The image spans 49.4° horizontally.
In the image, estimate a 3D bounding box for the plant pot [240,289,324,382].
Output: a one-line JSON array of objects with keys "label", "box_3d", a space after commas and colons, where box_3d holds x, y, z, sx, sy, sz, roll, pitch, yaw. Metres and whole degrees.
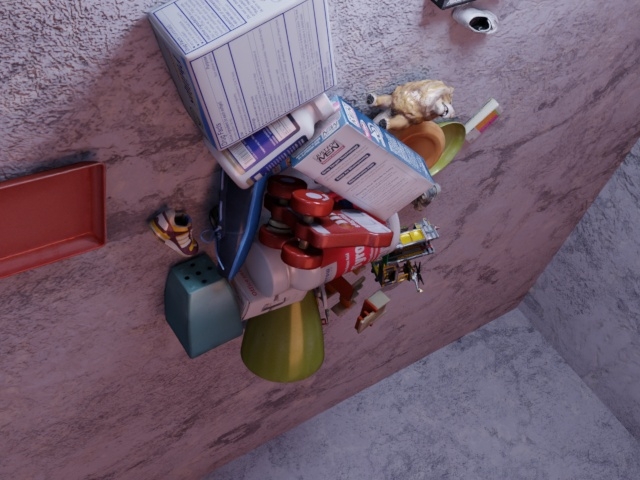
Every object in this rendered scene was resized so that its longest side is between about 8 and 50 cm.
[{"label": "plant pot", "box_3d": [-0.112, 0.246, 2.193, 0.275, 0.275, 0.293, -20, 132, -31]}]

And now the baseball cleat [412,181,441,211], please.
[{"label": "baseball cleat", "box_3d": [0.342, -0.162, 2.264, 0.109, 0.072, 0.206, -41, 170, -7]}]

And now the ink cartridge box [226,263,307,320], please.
[{"label": "ink cartridge box", "box_3d": [-0.163, 0.119, 1.996, 0.218, 0.158, 0.092, -15, 146, -37]}]

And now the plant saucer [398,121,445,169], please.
[{"label": "plant saucer", "box_3d": [0.268, -0.254, 1.996, 0.200, 0.037, 0.200, -11, 135, -11]}]

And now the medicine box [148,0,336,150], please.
[{"label": "medicine box", "box_3d": [-0.132, -0.355, 1.308, 0.289, 0.149, 0.263, -31, 152, -11]}]

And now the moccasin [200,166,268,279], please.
[{"label": "moccasin", "box_3d": [-0.214, -0.061, 1.708, 0.137, 0.117, 0.342, -61, 170, -59]}]

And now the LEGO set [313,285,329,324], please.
[{"label": "LEGO set", "box_3d": [-0.017, 0.174, 2.238, 0.060, 0.182, 0.244, -12, 143, -5]}]

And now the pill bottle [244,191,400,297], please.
[{"label": "pill bottle", "box_3d": [0.000, 0.000, 1.931, 0.408, 0.229, 0.229, -24, 150, -25]}]

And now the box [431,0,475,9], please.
[{"label": "box", "box_3d": [0.383, -0.651, 1.563, 0.270, 0.060, 0.216, -24, 149, -26]}]

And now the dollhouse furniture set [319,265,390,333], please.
[{"label": "dollhouse furniture set", "box_3d": [0.087, 0.163, 2.257, 0.135, 0.259, 0.262, -33, 153, -30]}]

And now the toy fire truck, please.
[{"label": "toy fire truck", "box_3d": [0.002, -0.051, 1.707, 0.254, 0.302, 0.169, -1, 112, -31]}]

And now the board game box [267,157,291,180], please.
[{"label": "board game box", "box_3d": [-0.070, -0.247, 1.670, 0.211, 0.039, 0.160, -35, 153, -6]}]

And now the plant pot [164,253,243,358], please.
[{"label": "plant pot", "box_3d": [-0.322, 0.162, 1.885, 0.166, 0.165, 0.234, -24, 142, -25]}]

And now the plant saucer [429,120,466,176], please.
[{"label": "plant saucer", "box_3d": [0.335, -0.275, 2.115, 0.241, 0.037, 0.241, -29, 152, -17]}]

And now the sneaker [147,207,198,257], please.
[{"label": "sneaker", "box_3d": [-0.331, -0.019, 1.680, 0.084, 0.069, 0.185, -36, 154, 8]}]

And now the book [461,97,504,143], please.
[{"label": "book", "box_3d": [0.504, -0.370, 2.177, 0.144, 0.035, 0.096, -45, 155, 14]}]

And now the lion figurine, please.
[{"label": "lion figurine", "box_3d": [0.165, -0.278, 1.835, 0.240, 0.142, 0.392, -15, 160, -50]}]

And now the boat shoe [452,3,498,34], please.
[{"label": "boat shoe", "box_3d": [0.403, -0.546, 1.744, 0.184, 0.063, 0.066, 6, 130, -53]}]

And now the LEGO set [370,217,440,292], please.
[{"label": "LEGO set", "box_3d": [0.259, -0.008, 2.205, 0.192, 0.255, 0.331, -15, 140, -10]}]

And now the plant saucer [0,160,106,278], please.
[{"label": "plant saucer", "box_3d": [-0.560, -0.047, 1.388, 0.259, 0.047, 0.259, -20, 149, -30]}]

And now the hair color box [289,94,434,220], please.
[{"label": "hair color box", "box_3d": [0.100, -0.188, 1.674, 0.174, 0.105, 0.347, -37, 139, 25]}]

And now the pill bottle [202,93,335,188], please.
[{"label": "pill bottle", "box_3d": [-0.109, -0.245, 1.501, 0.265, 0.153, 0.153, -37, 153, 0]}]
